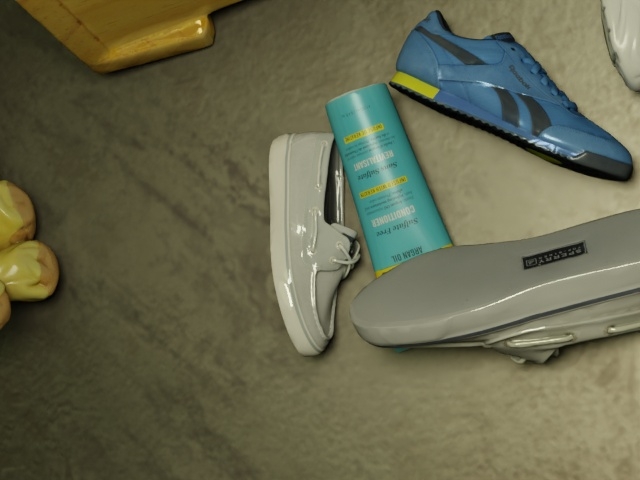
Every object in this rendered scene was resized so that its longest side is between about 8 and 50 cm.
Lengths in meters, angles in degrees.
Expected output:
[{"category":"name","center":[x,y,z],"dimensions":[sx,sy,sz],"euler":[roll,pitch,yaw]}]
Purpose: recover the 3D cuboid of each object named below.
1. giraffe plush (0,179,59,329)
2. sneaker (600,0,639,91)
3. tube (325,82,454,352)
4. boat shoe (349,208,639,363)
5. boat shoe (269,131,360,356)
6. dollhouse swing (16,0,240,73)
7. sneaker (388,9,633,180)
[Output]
[{"category":"giraffe plush","center":[-0.358,0.035,1.294],"dimensions":[0.170,0.210,0.181],"euler":[-40,73,42]},{"category":"sneaker","center":[0.256,-0.236,1.137],"dimensions":[0.115,0.090,0.232],"euler":[-14,88,12]},{"category":"tube","center":[0.062,-0.021,1.195],"dimensions":[0.080,0.052,0.207],"euler":[-21,86,20]},{"category":"boat shoe","center":[0.158,0.048,1.129],"dimensions":[0.267,0.096,0.088],"euler":[-16,120,11]},{"category":"boat shoe","center":[0.000,0.000,1.211],"dimensions":[0.063,0.066,0.184],"euler":[-9,71,20]},{"category":"dollhouse swing","center":[-0.148,-0.328,1.158],"dimensions":[0.305,0.347,0.315],"euler":[-34,73,4]},{"category":"sneaker","center":[0.155,-0.115,1.160],"dimensions":[0.209,0.069,0.082],"euler":[28,90,21]}]
